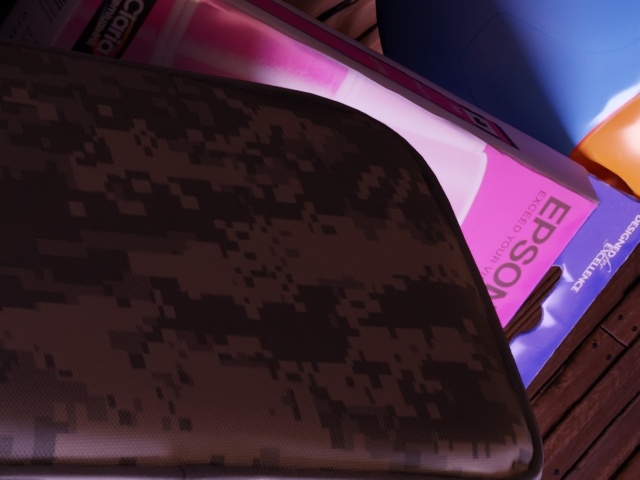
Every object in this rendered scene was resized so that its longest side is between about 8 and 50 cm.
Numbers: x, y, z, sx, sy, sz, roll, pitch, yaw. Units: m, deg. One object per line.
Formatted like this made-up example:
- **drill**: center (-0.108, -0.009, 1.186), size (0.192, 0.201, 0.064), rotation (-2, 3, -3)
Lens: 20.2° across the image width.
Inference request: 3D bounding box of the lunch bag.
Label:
- **lunch bag**: center (-0.115, 0.079, 0.669), size (0.305, 0.212, 0.256), rotation (6, 134, -31)

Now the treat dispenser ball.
- **treat dispenser ball**: center (0.175, -0.143, 1.011), size (0.288, 0.288, 0.288), rotation (-47, 166, -16)

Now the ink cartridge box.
- **ink cartridge box**: center (0.000, 0.000, 0.845), size (0.371, 0.069, 0.175), rotation (24, 109, -35)
